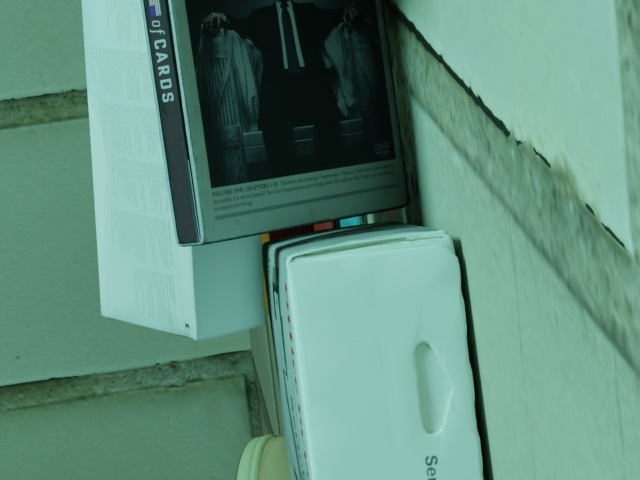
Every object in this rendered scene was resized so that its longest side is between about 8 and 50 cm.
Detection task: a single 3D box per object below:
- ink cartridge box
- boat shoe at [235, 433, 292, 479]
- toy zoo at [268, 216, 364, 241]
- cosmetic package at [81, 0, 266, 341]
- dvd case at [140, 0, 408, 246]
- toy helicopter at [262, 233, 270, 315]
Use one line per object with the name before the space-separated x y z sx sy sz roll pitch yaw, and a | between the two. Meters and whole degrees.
ink cartridge box | 0.025 0.074 1.073 0.219 0.092 0.160 -166 68 -85
boat shoe | 0.032 0.245 1.193 0.122 0.110 0.341 52 -168 -43
toy zoo | 0.000 0.000 1.276 0.192 0.030 0.293 -15 -83 -78
cosmetic package | -0.087 -0.067 1.126 0.099 0.060 0.239 12 108 49
dvd case | -0.029 -0.126 1.070 0.029 0.179 0.239 -4 95 42
toy helicopter | -0.030 0.017 1.611 0.235 0.140 0.355 136 115 -73
